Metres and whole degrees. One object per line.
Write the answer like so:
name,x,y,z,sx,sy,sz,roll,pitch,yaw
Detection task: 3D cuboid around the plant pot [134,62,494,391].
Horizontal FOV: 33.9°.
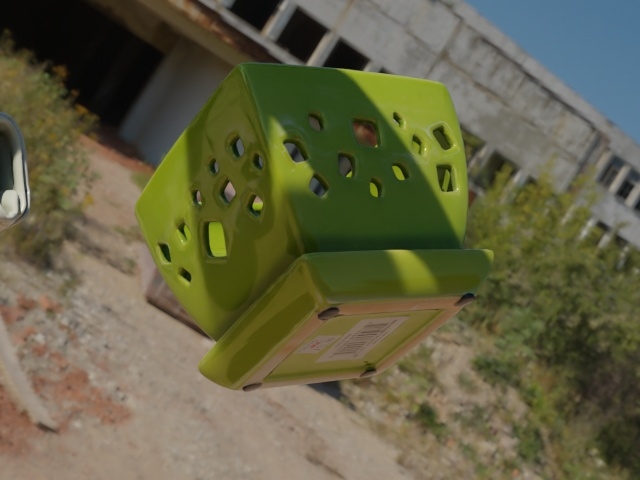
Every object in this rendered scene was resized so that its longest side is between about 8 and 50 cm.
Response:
plant pot,0.000,0.000,0.904,0.227,0.228,0.207,0,59,-35

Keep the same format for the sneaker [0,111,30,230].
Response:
sneaker,-0.387,0.000,1.043,0.169,0.293,0.108,-2,-21,28
